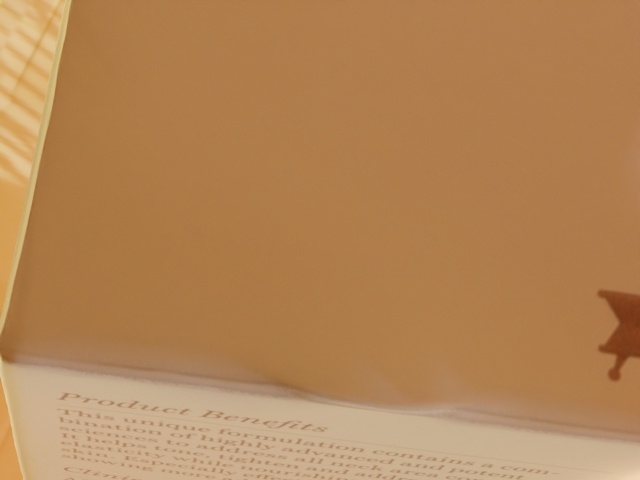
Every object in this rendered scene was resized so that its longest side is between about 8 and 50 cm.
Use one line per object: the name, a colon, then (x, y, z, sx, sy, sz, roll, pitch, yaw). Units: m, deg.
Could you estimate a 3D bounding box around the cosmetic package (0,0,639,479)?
cosmetic package: (0.000, 0.000, 0.731, 0.329, 0.327, 0.394, 9, -24, -9)
